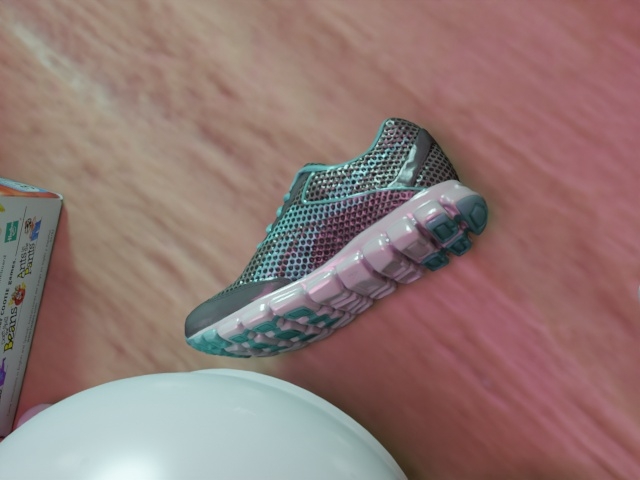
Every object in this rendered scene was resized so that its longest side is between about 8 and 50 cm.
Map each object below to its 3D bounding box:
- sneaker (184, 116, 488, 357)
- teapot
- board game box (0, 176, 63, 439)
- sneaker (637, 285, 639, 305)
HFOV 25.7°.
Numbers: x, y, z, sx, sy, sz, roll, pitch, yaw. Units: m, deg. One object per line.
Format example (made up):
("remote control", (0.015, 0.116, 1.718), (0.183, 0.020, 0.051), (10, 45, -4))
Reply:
("sneaker", (0.000, 0.000, 0.696), (0.166, 0.065, 0.076), (-30, 64, 15))
("teapot", (-0.037, 0.150, 0.642), (0.256, 0.187, 0.252), (40, 135, -2))
("board game box", (-0.267, 0.027, 0.672), (0.142, 0.275, 0.144), (16, 95, 19))
("sneaker", (0.189, -0.101, 0.601), (0.152, 0.114, 0.305), (23, 90, 25))
